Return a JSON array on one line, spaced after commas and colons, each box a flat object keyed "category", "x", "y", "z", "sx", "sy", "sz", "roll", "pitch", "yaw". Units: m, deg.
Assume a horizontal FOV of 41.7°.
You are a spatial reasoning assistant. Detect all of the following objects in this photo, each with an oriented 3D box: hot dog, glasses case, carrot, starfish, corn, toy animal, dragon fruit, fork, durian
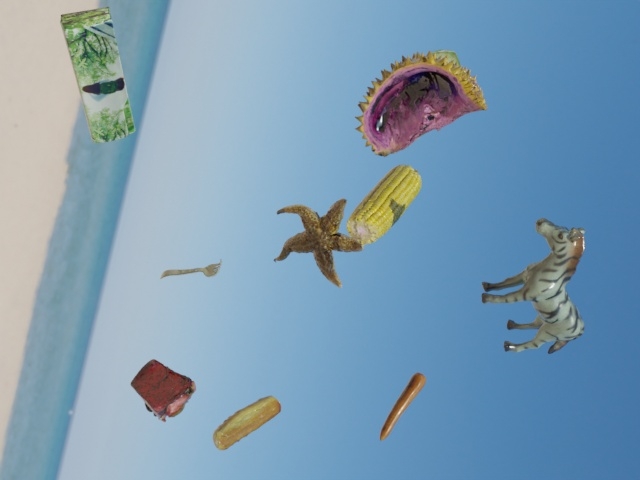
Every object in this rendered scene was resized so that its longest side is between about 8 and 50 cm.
[{"category": "hot dog", "x": -0.185, "y": 0.443, "z": 2.068, "sx": 0.047, "sy": 0.215, "sz": 0.066, "roll": -16, "pitch": -80, "yaw": 47}, {"category": "glasses case", "x": -0.431, "y": -0.318, "z": 1.648, "sx": 0.272, "sy": 0.095, "sz": 0.062, "roll": 89, "pitch": -16, "yaw": -48}, {"category": "carrot", "x": 0.190, "y": 0.395, "z": 2.004, "sx": 0.190, "sy": 0.037, "sz": 0.037, "roll": -52, "pitch": -172, "yaw": -15}, {"category": "starfish", "x": 0.000, "y": 0.000, "z": 1.963, "sx": 0.277, "sy": 0.236, "sz": 0.062, "roll": -39, "pitch": 174, "yaw": 34}, {"category": "corn", "x": 0.133, "y": -0.076, "z": 1.684, "sx": 0.248, "sy": 0.081, "sz": 0.081, "roll": -48, "pitch": 168, "yaw": -47}, {"category": "toy animal", "x": 0.354, "y": 0.087, "z": 1.408, "sx": 0.090, "sy": 0.170, "sz": 0.255, "roll": -69, "pitch": 153, "yaw": -47}, {"category": "dragon fruit", "x": -0.312, "y": 0.319, "z": 1.712, "sx": 0.147, "sy": 0.102, "sz": 0.096, "roll": 29, "pitch": -34, "yaw": 42}, {"category": "fork", "x": -0.302, "y": 0.075, "z": 1.962, "sx": 0.219, "sy": 0.028, "sz": 0.034, "roll": -12, "pitch": -122, "yaw": 39}, {"category": "durian", "x": 0.178, "y": -0.265, "z": 1.548, "sx": 0.260, "sy": 0.154, "sz": 0.186, "roll": -28, "pitch": -172, "yaw": 31}]

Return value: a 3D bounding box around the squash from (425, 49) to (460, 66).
[{"category": "squash", "x": 0.275, "y": -0.385, "z": 2.278, "sx": 0.260, "sy": 0.189, "sz": 0.189, "roll": -20, "pitch": -123, "yaw": 64}]
